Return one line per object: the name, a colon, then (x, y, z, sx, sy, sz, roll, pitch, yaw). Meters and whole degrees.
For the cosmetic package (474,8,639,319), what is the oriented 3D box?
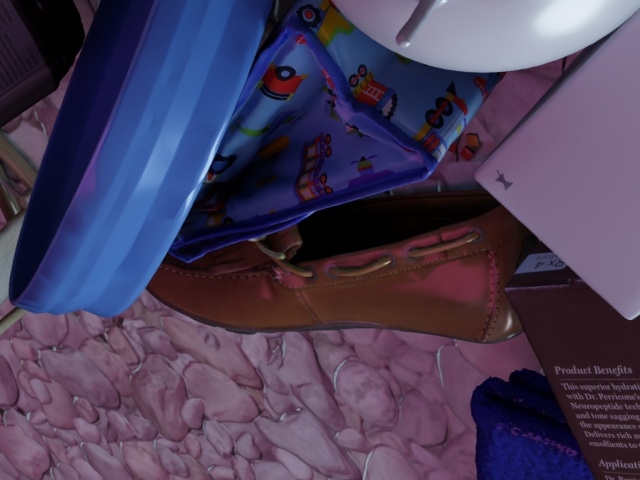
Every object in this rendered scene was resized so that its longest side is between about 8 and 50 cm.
cosmetic package: (0.242, -0.106, 0.899, 0.138, 0.225, 0.224, 44, 141, 2)

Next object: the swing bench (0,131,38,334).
swing bench: (-0.371, 0.013, 1.509, 0.165, 0.253, 0.254, -14, 113, 46)

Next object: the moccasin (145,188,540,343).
moccasin: (-0.002, 0.002, 1.270, 0.380, 0.139, 0.147, 6, 126, 37)

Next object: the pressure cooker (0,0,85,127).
pressure cooker: (-0.440, -0.172, 1.162, 0.370, 0.420, 0.375, 56, 170, -19)

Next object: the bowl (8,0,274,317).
bowl: (-0.119, -0.126, 1.095, 0.077, 0.391, 0.391, 21, 143, -15)

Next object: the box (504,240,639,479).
box: (0.268, 0.064, 1.067, 0.168, 0.167, 0.203, -5, 119, 44)

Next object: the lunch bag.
lunch bag: (-0.001, -0.105, 1.106, 0.138, 0.221, 0.293, 46, 141, -10)

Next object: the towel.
towel: (0.243, 0.243, 1.292, 0.228, 0.076, 0.308, 19, 143, 28)

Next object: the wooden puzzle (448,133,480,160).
wooden puzzle: (0.090, -0.097, 1.210, 0.083, 0.006, 0.049, 29, 138, 19)

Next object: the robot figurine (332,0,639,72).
robot figurine: (0.078, -0.229, 0.793, 0.300, 0.353, 0.200, -15, 140, 9)
